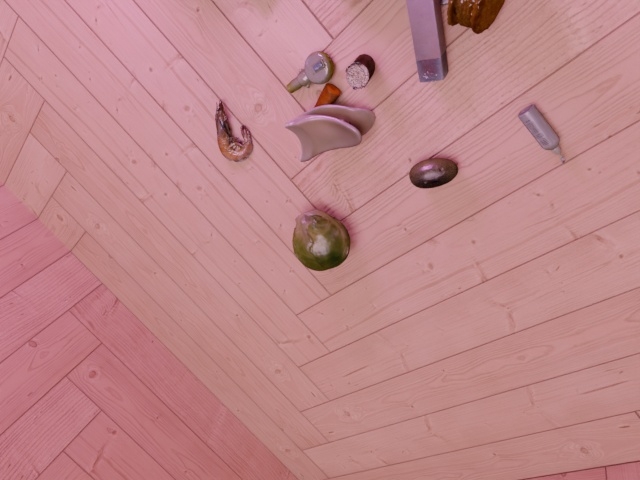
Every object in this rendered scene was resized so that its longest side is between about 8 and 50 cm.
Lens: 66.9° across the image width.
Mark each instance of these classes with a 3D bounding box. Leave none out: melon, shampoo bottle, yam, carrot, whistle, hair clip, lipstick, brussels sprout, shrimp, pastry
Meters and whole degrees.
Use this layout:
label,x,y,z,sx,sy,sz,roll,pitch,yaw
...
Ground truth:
label,x,y,z,sx,sy,sz,roll,pitch,yaw
melon,0.375,-0.225,1.610,0.162,0.099,0.099,-11,115,26
shampoo bottle,0.665,-0.311,1.437,0.195,0.056,0.056,48,129,-10
yam,0.128,-0.530,1.518,0.084,0.127,0.084,10,126,15
carrot,-0.005,-0.445,1.684,0.061,0.061,0.209,38,132,-1
whistle,-0.041,-0.555,1.626,0.198,0.057,0.104,-20,99,37
hair clip,0.041,-0.377,1.652,0.282,0.113,0.172,-2,141,22
lipstick,0.293,-0.638,1.360,0.080,0.076,0.371,3,130,30
brussels sprout,0.000,0.000,1.881,0.244,0.244,0.244,13,125,19
shrimp,-0.341,-0.421,1.877,0.143,0.052,0.251,0,129,14
pastry,0.415,-0.642,1.263,0.103,0.189,0.188,32,130,21

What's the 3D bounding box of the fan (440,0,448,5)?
label,x,y,z,sx,sy,sz,roll,pitch,yaw
fan,0.283,-0.735,1.381,0.220,0.009,0.132,6,120,22
